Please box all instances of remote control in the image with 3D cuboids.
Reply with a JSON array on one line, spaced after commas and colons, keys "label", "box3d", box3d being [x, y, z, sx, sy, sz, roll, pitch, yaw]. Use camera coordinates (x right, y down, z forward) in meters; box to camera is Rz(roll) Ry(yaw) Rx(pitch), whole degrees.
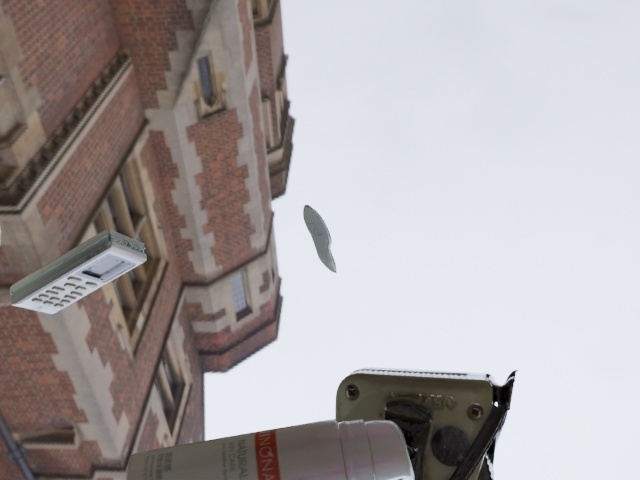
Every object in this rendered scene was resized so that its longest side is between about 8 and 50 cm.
[{"label": "remote control", "box3d": [-0.495, 0.070, 1.283, 0.277, 0.103, 0.055, -27, -117, 18]}]

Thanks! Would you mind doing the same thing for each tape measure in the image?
[{"label": "tape measure", "box3d": [0.158, 0.309, 0.932, 0.271, 0.231, 0.133, -2, 175, 14]}]

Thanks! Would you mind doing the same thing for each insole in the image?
[{"label": "insole", "box3d": [0.000, 0.000, 1.029, 0.004, 0.188, 0.064, -42, -121, -16]}]

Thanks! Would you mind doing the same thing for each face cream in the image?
[{"label": "face cream", "box3d": [-0.058, 0.286, 0.783, 0.345, 0.102, 0.102, -9, -142, -4]}]
